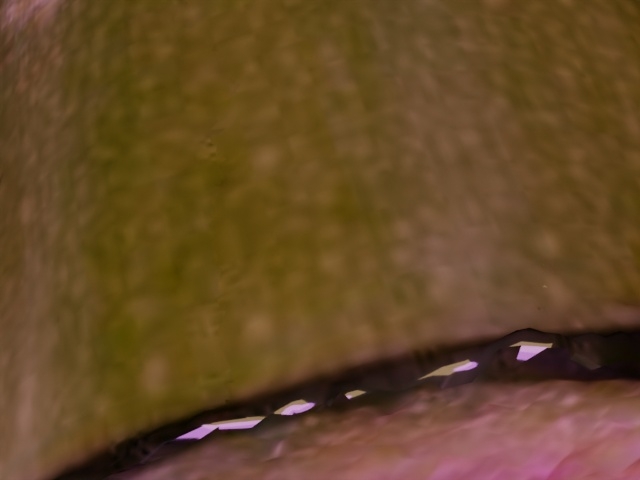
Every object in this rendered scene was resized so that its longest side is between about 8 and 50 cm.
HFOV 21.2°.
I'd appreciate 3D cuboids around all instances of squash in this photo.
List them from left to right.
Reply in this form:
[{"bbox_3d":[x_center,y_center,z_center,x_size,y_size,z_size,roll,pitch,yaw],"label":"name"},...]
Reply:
[{"bbox_3d":[0.002,0.006,0.521,0.310,0.310,0.309,-15,51,0],"label":"squash"}]
